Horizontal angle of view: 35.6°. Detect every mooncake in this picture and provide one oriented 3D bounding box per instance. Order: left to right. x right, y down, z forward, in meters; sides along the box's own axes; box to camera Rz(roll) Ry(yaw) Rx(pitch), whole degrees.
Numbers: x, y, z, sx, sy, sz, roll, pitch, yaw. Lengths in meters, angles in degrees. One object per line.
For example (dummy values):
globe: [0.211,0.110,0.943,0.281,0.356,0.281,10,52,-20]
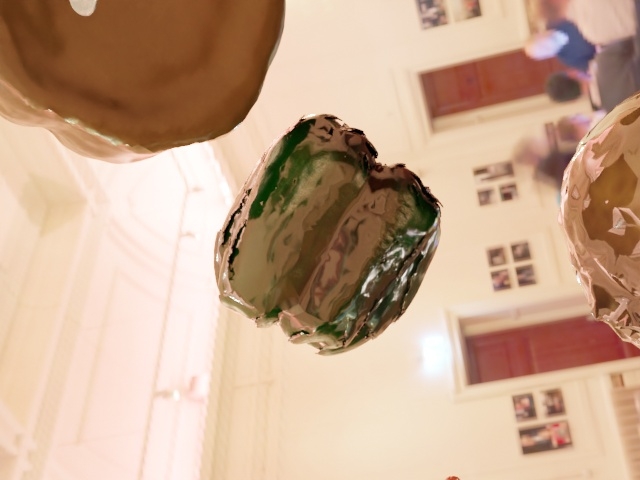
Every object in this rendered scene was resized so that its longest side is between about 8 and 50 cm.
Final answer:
mooncake: [-0.235,-0.272,1.151,0.201,0.378,0.378,174,84,-68]

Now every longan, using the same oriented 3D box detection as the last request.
longan: [0.472,-0.009,1.139,0.391,0.391,0.391,-11,-90,-79]

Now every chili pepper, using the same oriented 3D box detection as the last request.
chili pepper: [0.000,0.000,1.186,0.256,0.248,0.233,-60,-12,-7]

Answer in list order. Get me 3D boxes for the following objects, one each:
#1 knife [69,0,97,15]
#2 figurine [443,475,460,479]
knife: [-0.171,-0.327,0.788,0.331,0.080,0.044,-58,6,37]
figurine: [0.158,0.339,1.191,0.060,0.047,0.106,-26,-75,-47]
